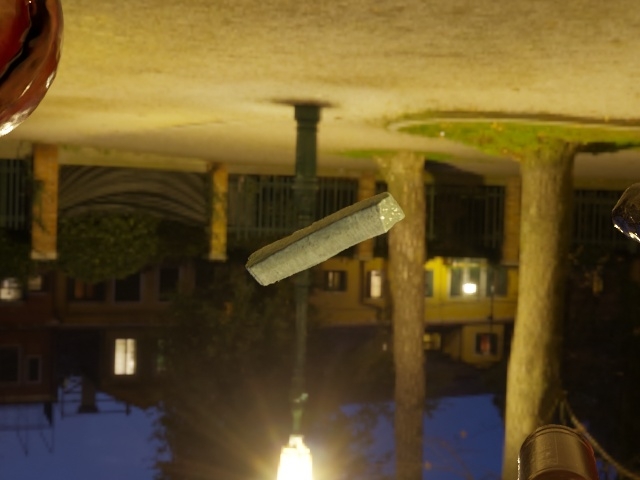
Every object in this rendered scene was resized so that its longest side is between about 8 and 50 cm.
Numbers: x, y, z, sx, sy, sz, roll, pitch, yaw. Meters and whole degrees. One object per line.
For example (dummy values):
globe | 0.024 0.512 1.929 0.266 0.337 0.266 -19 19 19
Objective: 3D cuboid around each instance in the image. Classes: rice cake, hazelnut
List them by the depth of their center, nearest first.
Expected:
hazelnut | -0.282 -0.155 0.613 0.201 0.170 0.160 6 -169 5
rice cake | 0.001 0.001 0.787 0.170 0.033 0.029 -26 -158 33

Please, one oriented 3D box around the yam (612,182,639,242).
yam | 0.284 0.011 0.573 0.061 0.061 0.274 1 -163 -16

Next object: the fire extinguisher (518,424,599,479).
fire extinguisher | 0.263 0.285 0.961 0.104 0.105 0.269 2 -177 13
